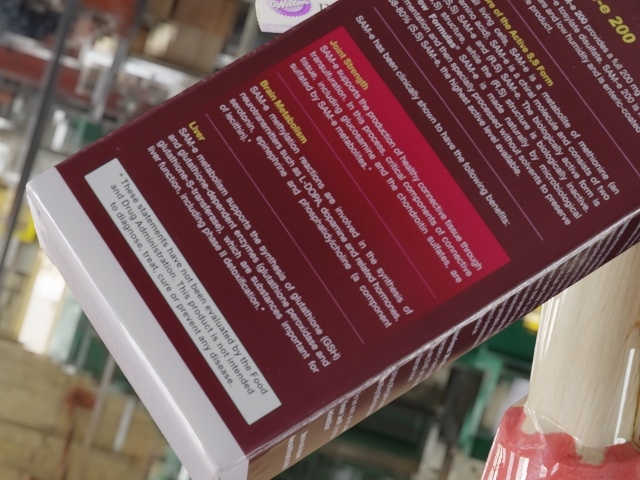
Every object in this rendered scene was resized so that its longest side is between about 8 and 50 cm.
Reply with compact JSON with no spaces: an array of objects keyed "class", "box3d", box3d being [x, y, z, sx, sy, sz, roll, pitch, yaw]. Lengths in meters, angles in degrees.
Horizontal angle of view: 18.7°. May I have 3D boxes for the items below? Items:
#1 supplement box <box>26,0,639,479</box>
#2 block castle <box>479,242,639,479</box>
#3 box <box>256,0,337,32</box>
[{"class":"supplement box","box3d":[0.027,-0.020,0.723,0.130,0.239,0.073,56,167,14]},{"class":"block castle","box3d":[0.330,0.104,0.884,0.453,0.212,0.303,17,-155,25]},{"class":"box","box3d":[0.122,-0.160,1.203,0.324,0.067,0.063,4,151,7]}]
